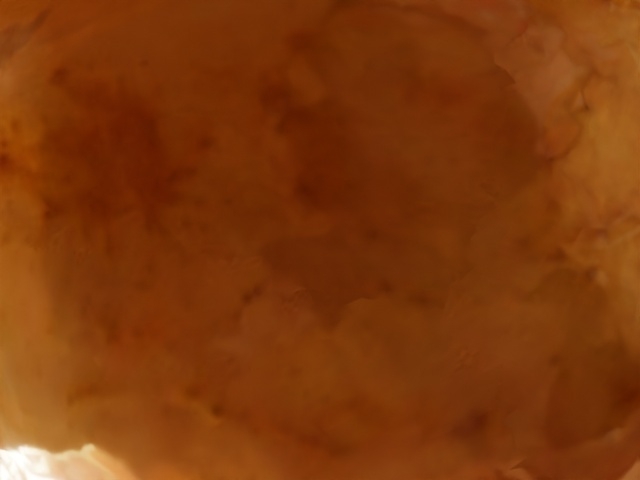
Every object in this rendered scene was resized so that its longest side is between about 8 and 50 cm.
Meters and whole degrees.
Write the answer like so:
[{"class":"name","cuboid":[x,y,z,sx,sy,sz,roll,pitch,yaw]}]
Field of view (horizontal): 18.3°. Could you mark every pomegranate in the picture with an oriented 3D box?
[{"class":"pomegranate","cuboid":[0.000,0.000,0.732,0.410,0.410,0.410,-38,174,-5]}]
